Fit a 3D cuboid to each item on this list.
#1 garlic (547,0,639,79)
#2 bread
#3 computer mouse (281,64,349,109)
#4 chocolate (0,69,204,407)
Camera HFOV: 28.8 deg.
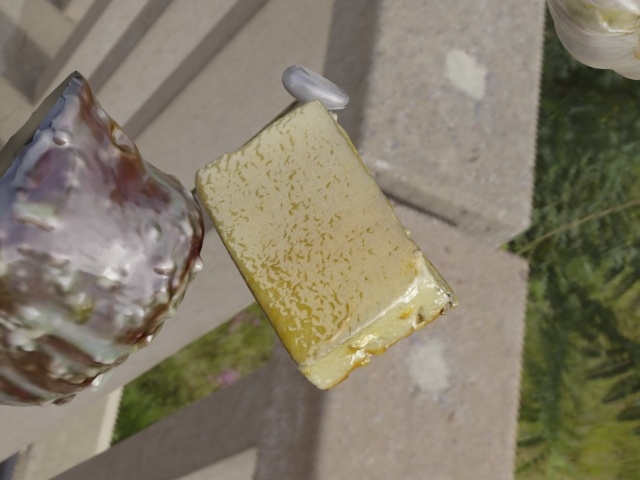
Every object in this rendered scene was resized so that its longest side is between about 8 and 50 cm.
[{"bbox_3d":[0.309,-0.257,1.154,0.228,0.228,0.152,-3,52,-32],"label":"garlic"},{"bbox_3d":[0.000,0.000,1.352,0.185,0.114,0.275,-33,64,2],"label":"bread"},{"bbox_3d":[-0.010,-0.197,1.650,0.096,0.039,0.066,23,18,-30],"label":"computer mouse"},{"bbox_3d":[-0.242,0.031,1.139,0.210,0.340,0.225,36,32,-19],"label":"chocolate"}]
